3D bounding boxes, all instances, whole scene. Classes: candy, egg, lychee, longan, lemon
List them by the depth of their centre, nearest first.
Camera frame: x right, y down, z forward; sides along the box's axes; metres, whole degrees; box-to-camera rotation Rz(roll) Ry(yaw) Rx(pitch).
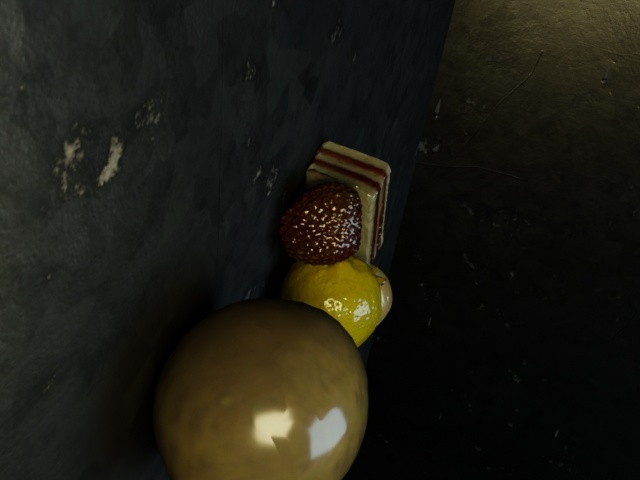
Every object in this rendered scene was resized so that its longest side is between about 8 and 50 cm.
[{"bbox_3d":[-0.099,0.271,1.072,0.404,0.336,0.404,-60,-172,14],"label":"longan"},{"bbox_3d":[0.000,-0.034,1.438,0.188,0.188,0.188,18,90,-77],"label":"lychee"},{"bbox_3d":[0.016,0.159,1.578,0.253,0.253,0.310,-58,175,-46],"label":"lemon"},{"bbox_3d":[0.066,-0.079,1.624,0.321,0.179,0.135,90,23,-52],"label":"candy"},{"bbox_3d":[0.147,0.185,2.275,0.201,0.201,0.244,-57,147,-47],"label":"egg"}]

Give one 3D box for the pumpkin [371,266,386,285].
[{"bbox_3d":[0.065,0.148,2.122,0.254,0.130,0.149,-27,174,-32],"label":"pumpkin"}]
